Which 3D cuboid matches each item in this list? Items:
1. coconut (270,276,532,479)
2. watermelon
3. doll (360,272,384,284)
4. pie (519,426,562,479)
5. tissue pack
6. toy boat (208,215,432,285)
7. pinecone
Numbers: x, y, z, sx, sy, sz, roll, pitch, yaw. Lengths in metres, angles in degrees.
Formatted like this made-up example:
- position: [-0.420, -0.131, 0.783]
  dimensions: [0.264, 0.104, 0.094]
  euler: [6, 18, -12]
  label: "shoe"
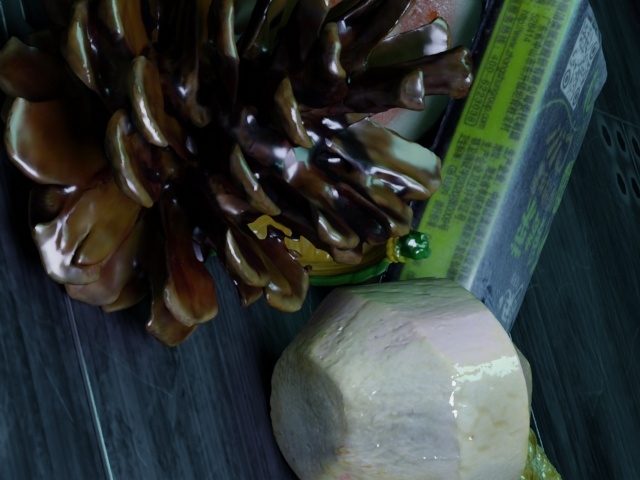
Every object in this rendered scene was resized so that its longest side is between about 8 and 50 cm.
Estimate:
- position: [0.092, 0.155, 1.458]
  dimensions: [0.259, 0.259, 0.259]
  euler: [43, 36, -43]
  label: "coconut"
- position: [0.069, -0.208, 1.777]
  dimensions: [0.292, 0.283, 0.250]
  euler: [22, 32, -25]
  label: "watermelon"
- position: [-0.022, -0.054, 1.574]
  dimensions: [0.201, 0.156, 0.303]
  euler: [38, -24, 43]
  label: "doll"
- position: [0.209, 0.303, 1.787]
  dimensions: [0.248, 0.090, 0.201]
  euler: [58, 38, -23]
  label: "pie"
- position: [0.208, -0.074, 1.738]
  dimensions: [0.394, 0.124, 0.288]
  euler: [-69, 161, -6]
  label: "tissue pack"
- position: [0.000, 0.000, 1.452]
  dimensions: [0.088, 0.229, 0.089]
  euler: [-10, 99, -72]
  label: "toy boat"
- position: [-0.052, -0.101, 1.248]
  dimensions: [0.384, 0.384, 0.384]
  euler: [43, 36, -43]
  label: "pinecone"
